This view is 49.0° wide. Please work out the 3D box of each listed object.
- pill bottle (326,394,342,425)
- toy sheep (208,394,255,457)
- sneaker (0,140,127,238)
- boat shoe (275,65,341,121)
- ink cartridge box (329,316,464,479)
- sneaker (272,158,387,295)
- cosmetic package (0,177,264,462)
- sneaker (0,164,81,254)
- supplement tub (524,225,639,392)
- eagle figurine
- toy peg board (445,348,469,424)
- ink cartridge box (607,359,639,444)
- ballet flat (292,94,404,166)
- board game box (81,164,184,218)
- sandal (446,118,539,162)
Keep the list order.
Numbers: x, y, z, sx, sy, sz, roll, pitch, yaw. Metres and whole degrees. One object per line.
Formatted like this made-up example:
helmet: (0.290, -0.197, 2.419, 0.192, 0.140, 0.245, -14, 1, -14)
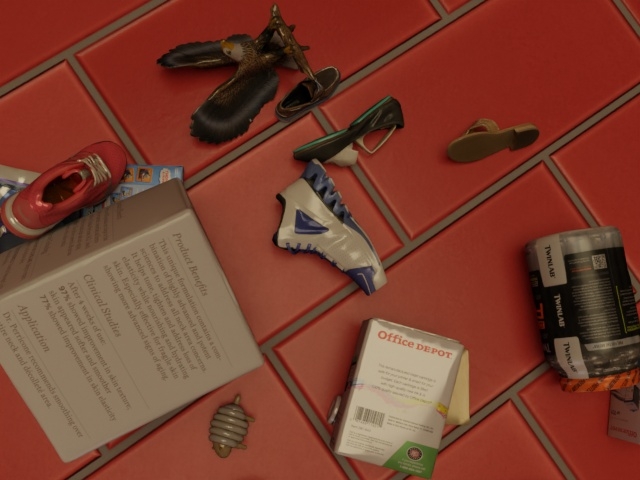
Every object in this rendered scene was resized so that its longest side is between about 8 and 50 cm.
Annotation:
pill bottle: (0.078, 0.384, 1.516, 0.116, 0.065, 0.065, 24, 80, -3)
toy sheep: (-0.190, 0.391, 1.478, 0.091, 0.091, 0.132, 16, 67, -4)
sneaker: (-0.475, -0.113, 1.395, 0.116, 0.136, 0.314, 54, 42, -14)
boat shoe: (-0.023, -0.339, 1.604, 0.183, 0.066, 0.066, -43, 89, -10)
ink cartridge box: (0.154, 0.317, 1.439, 0.201, 0.117, 0.278, 16, 81, -3)
sneaker: (-0.001, -0.001, 1.542, 0.182, 0.127, 0.315, -32, 88, 0)
cosmetic package: (-0.368, 0.128, 1.323, 0.394, 0.327, 0.329, -25, 110, -9)
sneaker: (-0.667, -0.030, 1.459, 0.323, 0.130, 0.236, 10, 80, -6)
supplement tub: (0.576, 0.149, 1.531, 0.207, 0.207, 0.338, -8, 82, -7)
eagle figurine: (-0.184, -0.385, 1.557, 0.298, 0.225, 0.226, -30, 41, 19)
toy peg board: (0.244, 0.318, 1.548, 0.161, 0.079, 0.161, 0, 80, 9)
ink cartridge box: (0.711, 0.351, 1.551, 0.082, 0.139, 0.190, 11, 81, -6)
ballet flat: (0.075, -0.227, 1.590, 0.280, 0.095, 0.096, -31, 98, -9)
board game box: (-0.410, -0.087, 1.541, 0.211, 0.039, 0.160, 1, 81, -5)
sandal: (0.388, -0.248, 1.646, 0.240, 0.088, 0.079, -12, 52, -14)
